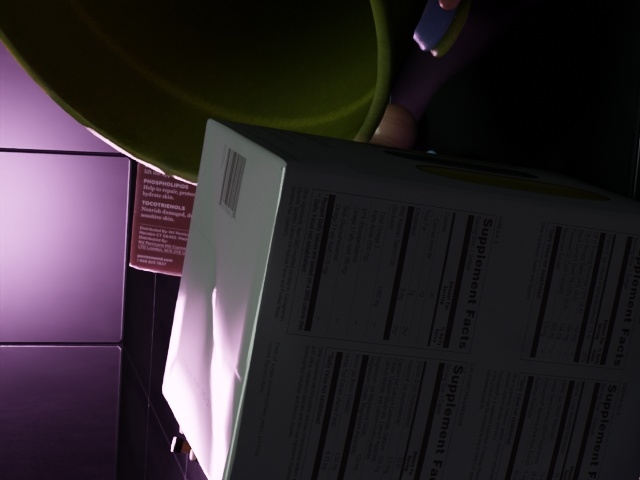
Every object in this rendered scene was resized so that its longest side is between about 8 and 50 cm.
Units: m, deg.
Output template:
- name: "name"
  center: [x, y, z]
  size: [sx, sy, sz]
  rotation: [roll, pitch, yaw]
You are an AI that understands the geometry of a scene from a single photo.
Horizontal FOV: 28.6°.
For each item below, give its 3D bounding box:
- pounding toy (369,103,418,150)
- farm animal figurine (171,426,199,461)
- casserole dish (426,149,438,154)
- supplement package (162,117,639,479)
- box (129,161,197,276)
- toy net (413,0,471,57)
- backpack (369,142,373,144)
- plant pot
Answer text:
- name: "pounding toy"
  center: [0.003, -0.070, 1.280]
  size: [0.110, 0.182, 0.237]
  rotation: [-58, -12, -53]
- name: "farm animal figurine"
  center: [-0.056, 0.322, 1.420]
  size: [0.327, 0.172, 0.330]
  rotation: [-50, 32, 46]
- name: "casserole dish"
  center: [0.107, 0.017, 1.077]
  size: [0.114, 0.037, 0.189]
  rotation: [162, 110, -73]
- name: "supplement package"
  center: [0.057, 0.047, 0.802]
  size: [0.199, 0.262, 0.198]
  rotation: [-143, 62, -69]
- name: "box"
  center: [-0.187, -0.154, 1.856]
  size: [0.191, 0.143, 0.382]
  rotation: [-77, -3, -70]
- name: "toy net"
  center: [0.132, -0.234, 1.017]
  size: [0.122, 0.045, 0.232]
  rotation: [-70, 15, -14]
- name: "backpack"
  center: [0.000, 0.000, 1.161]
  size: [0.144, 0.165, 0.189]
  rotation: [-34, -51, -69]
- name: "plant pot"
  center: [-0.037, -0.289, 0.974]
  size: [0.353, 0.366, 0.366]
  rotation: [-55, -6, -36]
